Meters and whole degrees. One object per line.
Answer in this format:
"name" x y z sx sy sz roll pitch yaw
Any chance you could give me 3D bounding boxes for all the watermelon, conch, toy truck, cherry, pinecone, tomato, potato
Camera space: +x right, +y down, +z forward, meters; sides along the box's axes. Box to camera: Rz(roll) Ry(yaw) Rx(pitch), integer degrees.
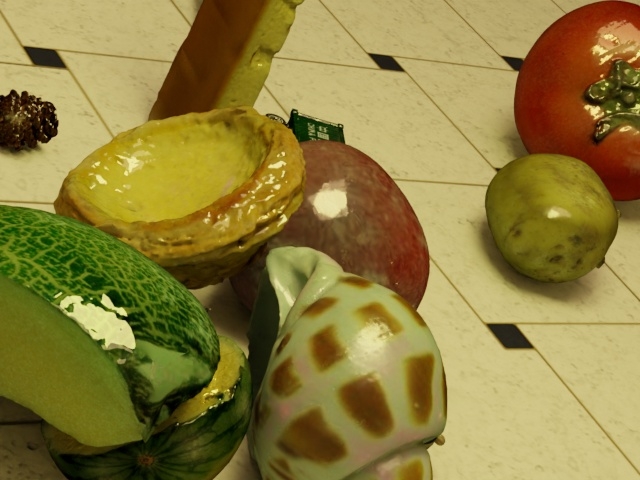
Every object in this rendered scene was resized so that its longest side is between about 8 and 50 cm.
"watermelon" -0.155 0.177 1.571 0.204 0.127 0.232 -25 22 -10
"conch" 0.019 0.174 1.667 0.197 0.249 0.368 22 53 -20
"toy truck" -0.029 -0.080 2.170 0.121 0.088 0.259 17 28 -13
"cherry" 0.000 0.000 1.922 0.285 0.213 0.236 37 70 -5
"pinecone" -0.365 -0.146 2.038 0.077 0.077 0.083 43 20 31
"tomato" 0.457 -0.217 2.580 0.321 0.321 0.321 19 29 -11
"potato" 0.321 -0.032 2.293 0.197 0.149 0.228 1 32 -14

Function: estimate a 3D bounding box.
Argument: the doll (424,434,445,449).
"doll" 0.087 0.188 1.817 0.102 0.089 0.179 16 6 -16

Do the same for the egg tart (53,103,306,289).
"egg tart" -0.142 -0.034 1.775 0.294 0.123 0.294 -11 30 6

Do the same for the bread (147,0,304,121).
"bread" -0.107 -0.268 2.138 0.077 0.361 0.138 11 29 -36

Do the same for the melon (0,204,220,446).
"melon" -0.246 0.076 1.517 0.343 0.226 0.331 -1 -22 35
